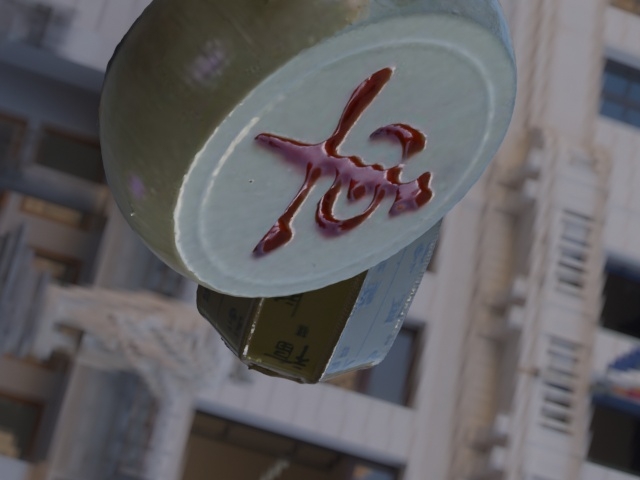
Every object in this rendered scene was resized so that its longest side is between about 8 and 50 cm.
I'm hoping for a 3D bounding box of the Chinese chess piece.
[{"bbox_3d":[-0.004,-0.075,1.034,0.097,0.251,0.251,57,-44,32],"label":"Chinese chess piece"}]

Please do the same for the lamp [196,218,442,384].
[{"bbox_3d":[0.000,0.000,1.254,0.161,0.161,0.185,-91,-162,-53],"label":"lamp"}]
